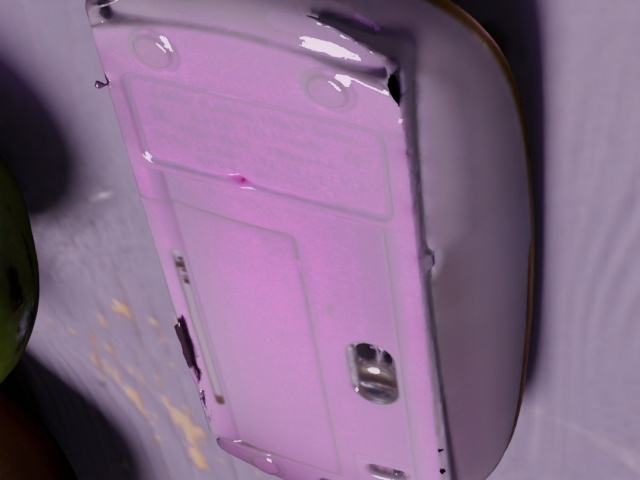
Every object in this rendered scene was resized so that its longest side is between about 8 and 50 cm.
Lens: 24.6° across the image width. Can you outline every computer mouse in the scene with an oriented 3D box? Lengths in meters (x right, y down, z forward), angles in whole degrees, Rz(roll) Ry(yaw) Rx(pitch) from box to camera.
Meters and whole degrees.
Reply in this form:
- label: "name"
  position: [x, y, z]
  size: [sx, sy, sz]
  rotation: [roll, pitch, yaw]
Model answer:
- label: "computer mouse"
  position: [0.000, 0.000, 0.571]
  size: [0.158, 0.072, 0.310]
  rotation: [15, 143, 20]

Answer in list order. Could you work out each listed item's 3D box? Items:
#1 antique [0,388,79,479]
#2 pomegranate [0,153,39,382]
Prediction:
- label: "antique"
  position: [-0.219, 0.190, 0.887]
  size: [0.223, 0.129, 0.278]
  rotation: [17, 123, 50]
- label: "pomegranate"
  position: [-0.222, 0.027, 0.680]
  size: [0.179, 0.179, 0.210]
  rotation: [29, 141, 2]
